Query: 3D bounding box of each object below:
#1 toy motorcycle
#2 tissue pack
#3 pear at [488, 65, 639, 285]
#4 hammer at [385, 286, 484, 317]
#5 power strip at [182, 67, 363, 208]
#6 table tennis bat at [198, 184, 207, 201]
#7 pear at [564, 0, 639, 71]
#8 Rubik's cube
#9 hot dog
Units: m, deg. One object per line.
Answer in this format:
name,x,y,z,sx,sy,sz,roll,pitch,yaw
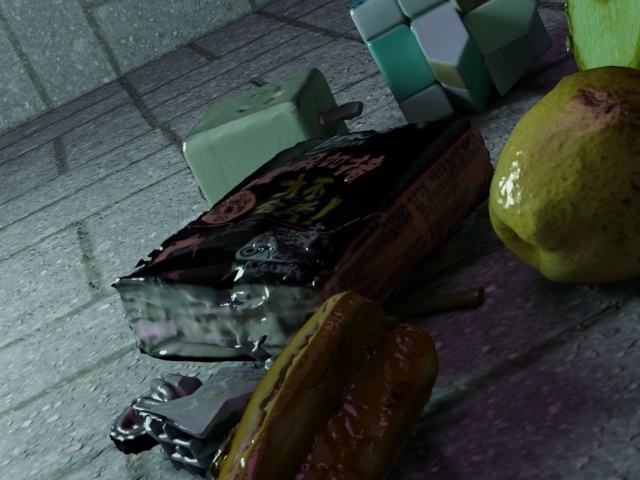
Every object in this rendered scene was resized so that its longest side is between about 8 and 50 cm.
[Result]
toy motorcycle,-0.080,0.132,0.858,0.215,0.080,0.122,1,35,49
tissue pack,0.000,0.000,1.010,0.245,0.123,0.332,-3,26,35
pear,0.212,-0.047,0.844,0.178,0.178,0.178,-22,21,9
hammer,0.052,0.067,0.961,0.199,0.013,0.062,-13,24,31
power strip,-0.034,-0.119,1.330,0.224,0.139,0.140,-17,21,20
table tennis bat,-0.117,-0.108,1.577,0.138,0.022,0.246,-26,22,-4
pear,0.399,-0.222,1.118,0.239,0.139,0.288,-10,16,-2
Rubik's cube,0.165,-0.280,1.383,0.213,0.224,0.265,-26,16,11
hot dog,-0.001,0.134,0.736,0.269,0.109,0.072,-53,-6,-41
